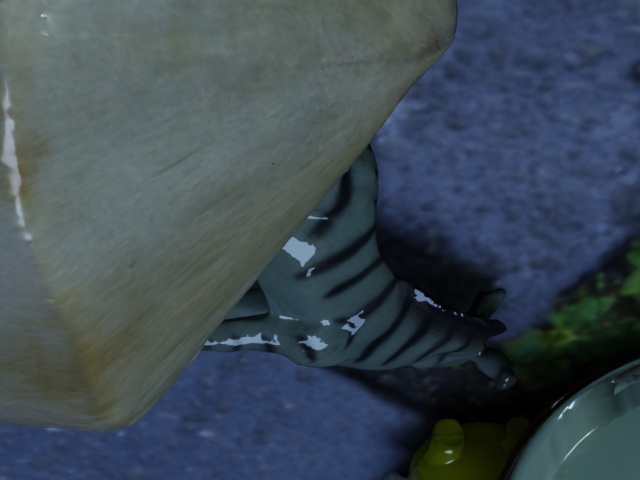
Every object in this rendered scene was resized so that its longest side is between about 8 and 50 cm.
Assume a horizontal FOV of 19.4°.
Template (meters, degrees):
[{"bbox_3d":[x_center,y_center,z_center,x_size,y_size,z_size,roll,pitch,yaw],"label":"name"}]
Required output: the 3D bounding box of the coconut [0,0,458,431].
[{"bbox_3d":[-0.114,-0.073,0.648,0.329,0.329,0.329,-1,136,-1],"label":"coconut"}]

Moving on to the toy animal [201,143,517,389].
[{"bbox_3d":[0.001,0.004,0.875,0.176,0.073,0.217,-9,131,-1],"label":"toy animal"}]

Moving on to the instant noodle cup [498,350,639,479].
[{"bbox_3d":[0.213,0.198,0.923,0.296,0.296,0.214,-12,126,10],"label":"instant noodle cup"}]

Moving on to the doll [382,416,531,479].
[{"bbox_3d":[0.083,0.160,1.040,0.106,0.062,0.162,1,134,-4],"label":"doll"}]
